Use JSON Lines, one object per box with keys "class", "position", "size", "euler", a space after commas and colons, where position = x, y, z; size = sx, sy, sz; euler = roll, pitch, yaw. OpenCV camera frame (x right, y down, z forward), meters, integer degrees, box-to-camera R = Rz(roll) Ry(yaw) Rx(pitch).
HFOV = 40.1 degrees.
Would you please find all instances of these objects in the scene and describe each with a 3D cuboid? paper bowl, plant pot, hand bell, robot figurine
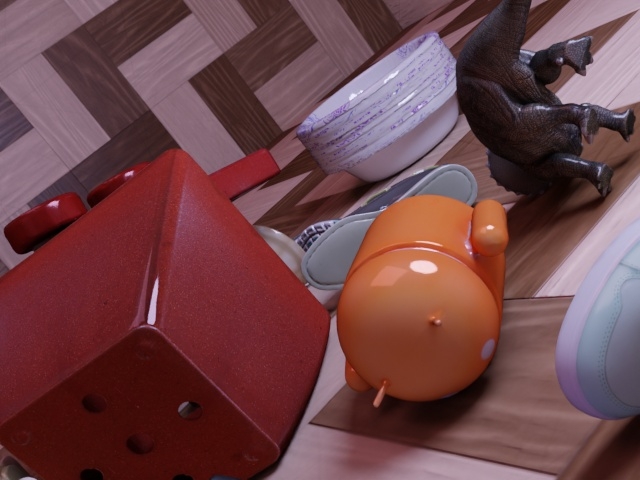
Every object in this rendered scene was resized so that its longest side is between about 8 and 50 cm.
{"class": "paper bowl", "position": [0.112, -0.206, 1.449], "size": [0.284, 0.148, 0.284], "euler": [-36, 12, 9]}
{"class": "plant pot", "position": [-0.159, 0.121, 0.845], "size": [0.267, 0.267, 0.235], "euler": [-35, 24, 12]}
{"class": "hand bell", "position": [-0.110, 0.109, 1.115], "size": [0.126, 0.126, 0.242], "euler": [-25, 30, 44]}
{"class": "robot figurine", "position": [0.082, 0.045, 0.703], "size": [0.158, 0.128, 0.219], "euler": [-10, 21, 18]}

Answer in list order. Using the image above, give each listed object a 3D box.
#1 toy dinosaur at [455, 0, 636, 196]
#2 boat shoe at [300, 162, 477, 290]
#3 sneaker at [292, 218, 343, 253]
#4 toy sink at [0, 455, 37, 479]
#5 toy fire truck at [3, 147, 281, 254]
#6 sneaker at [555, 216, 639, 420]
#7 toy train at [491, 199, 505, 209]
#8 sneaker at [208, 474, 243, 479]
{"class": "toy dinosaur", "position": [0.191, -0.121, 0.822], "size": [0.160, 0.313, 0.121], "euler": [7, 69, 41]}
{"class": "boat shoe", "position": [0.078, -0.015, 1.039], "size": [0.228, 0.081, 0.068], "euler": [-30, 10, 0]}
{"class": "sneaker", "position": [0.000, 0.000, 1.233], "size": [0.166, 0.065, 0.076], "euler": [-24, 15, 42]}
{"class": "toy sink", "position": [-0.272, 0.290, 0.742], "size": [0.234, 0.153, 0.131], "euler": [-38, 12, 5]}
{"class": "toy fire truck", "position": [-0.216, -0.011, 1.053], "size": [0.254, 0.169, 0.302], "euler": [-28, 2, 45]}
{"class": "sneaker", "position": [0.241, 0.020, 0.433], "size": [0.256, 0.094, 0.151], "euler": [-38, 16, 5]}
{"class": "toy train", "position": [0.129, 0.006, 0.938], "size": [0.158, 0.027, 0.036], "euler": [-34, 2, 18]}
{"class": "sneaker", "position": [-0.002, 0.176, 0.420], "size": [0.293, 0.146, 0.102], "euler": [-26, 17, 44]}
